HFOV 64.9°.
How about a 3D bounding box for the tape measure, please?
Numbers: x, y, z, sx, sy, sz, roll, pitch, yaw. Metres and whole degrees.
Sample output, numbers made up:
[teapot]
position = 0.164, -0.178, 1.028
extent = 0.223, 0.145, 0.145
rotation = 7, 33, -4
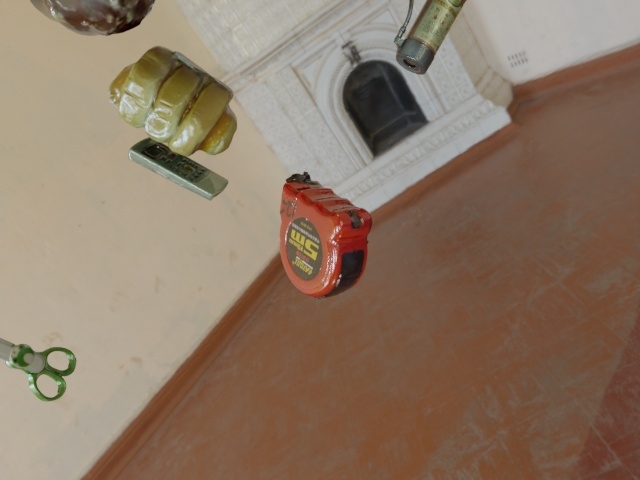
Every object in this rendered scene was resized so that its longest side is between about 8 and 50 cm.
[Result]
[tape measure]
position = 0.001, 0.000, 1.167
extent = 0.113, 0.261, 0.253
rotation = -9, 29, -35

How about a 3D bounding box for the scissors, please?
[scissors]
position = -0.538, 0.209, 0.905
extent = 0.027, 0.204, 0.101
rotation = -19, 43, 26

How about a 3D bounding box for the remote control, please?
[remote control]
position = -0.412, -0.213, 1.483
extent = 0.038, 0.285, 0.123
rotation = -63, -2, 35

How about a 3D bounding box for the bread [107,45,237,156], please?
[bread]
position = -0.384, -0.394, 1.424
extent = 0.210, 0.341, 0.301
rotation = -51, 6, 30

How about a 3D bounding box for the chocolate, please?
[chocolate]
position = -0.397, -0.549, 0.940
extent = 0.340, 0.210, 0.225
rotation = -70, -13, 18

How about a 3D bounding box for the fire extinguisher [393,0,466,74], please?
[fire extinguisher]
position = 0.349, -0.723, 1.552
extent = 0.376, 0.200, 0.113
rotation = -59, 37, 0
